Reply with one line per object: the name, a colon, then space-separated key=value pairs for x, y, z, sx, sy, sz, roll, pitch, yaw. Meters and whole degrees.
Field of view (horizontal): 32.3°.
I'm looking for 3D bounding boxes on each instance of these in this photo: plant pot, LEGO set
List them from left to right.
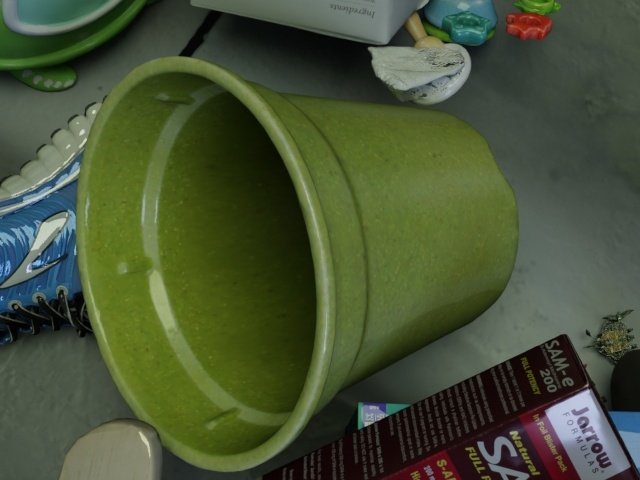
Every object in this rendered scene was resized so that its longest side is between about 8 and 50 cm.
plant pot: x=0.000 y=0.000 z=0.814 sx=0.254 sy=0.276 sz=0.276 roll=-11 pitch=71 yaw=-42
LEGO set: x=0.242 y=0.096 z=0.933 sx=0.083 sy=0.023 sz=0.054 roll=-44 pitch=77 yaw=0

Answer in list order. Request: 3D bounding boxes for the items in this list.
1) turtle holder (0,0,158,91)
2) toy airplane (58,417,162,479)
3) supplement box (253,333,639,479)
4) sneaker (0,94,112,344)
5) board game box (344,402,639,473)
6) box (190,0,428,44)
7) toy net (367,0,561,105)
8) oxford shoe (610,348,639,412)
turtle holder: x=-0.281 y=-0.270 z=0.909 sx=0.320 sy=0.227 sz=0.243 roll=-16 pitch=76 yaw=-7
toy airplane: x=-0.152 y=0.372 z=0.737 sx=0.386 sy=0.272 sz=0.384 roll=-44 pitch=65 yaw=23
supplement box: x=0.084 y=0.175 z=0.722 sx=0.239 sy=0.073 sz=0.130 roll=-28 pitch=109 yaw=9
sneaker: x=-0.223 y=0.027 z=0.877 sx=0.330 sy=0.130 sz=0.147 roll=-41 pitch=77 yaw=-13
board game box: x=0.126 y=0.157 z=0.835 sx=0.210 sy=0.160 sz=0.047 roll=2 pitch=74 yaw=-1
box: x=0.007 y=-0.266 z=0.918 sx=0.181 sy=0.119 sz=0.181 roll=15 pitch=39 yaw=18
toy net: x=0.117 y=-0.158 z=0.918 sx=0.122 sy=0.045 sz=0.232 roll=19 pitch=39 yaw=17
oxford shoe: x=0.277 y=0.196 z=0.881 sx=0.076 sy=0.076 sz=0.212 roll=11 pitch=82 yaw=-41
